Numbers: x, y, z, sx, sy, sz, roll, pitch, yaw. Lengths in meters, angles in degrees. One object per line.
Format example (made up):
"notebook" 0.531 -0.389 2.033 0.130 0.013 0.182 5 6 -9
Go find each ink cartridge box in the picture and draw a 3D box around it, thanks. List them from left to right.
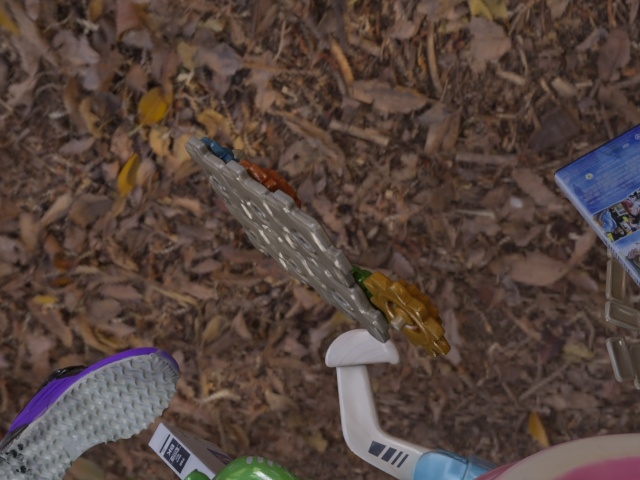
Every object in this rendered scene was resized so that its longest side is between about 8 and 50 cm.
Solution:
"ink cartridge box" -0.218 0.484 1.799 0.165 0.065 0.332 33 171 -32

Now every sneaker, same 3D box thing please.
"sneaker" -0.300 0.199 1.111 0.293 0.146 0.102 -35 116 16

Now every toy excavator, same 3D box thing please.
"toy excavator" 0.168 0.411 1.474 0.445 0.433 0.222 19 176 10

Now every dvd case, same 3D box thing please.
"dvd case" 0.357 -0.017 0.789 0.180 0.253 0.022 -29 144 1

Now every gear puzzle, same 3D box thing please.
"gear puzzle" 0.000 0.000 0.772 0.339 0.044 0.175 34 161 49

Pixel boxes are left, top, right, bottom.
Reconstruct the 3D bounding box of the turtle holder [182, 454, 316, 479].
"turtle holder" -0.144 0.434 1.165 0.227 0.320 0.243 46 154 9

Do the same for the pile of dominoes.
"pile of dominoes" 0.470 0.128 1.182 0.251 0.196 0.040 21 156 -20

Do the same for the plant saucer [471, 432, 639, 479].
"plant saucer" 0.172 0.189 0.358 0.332 0.332 0.084 7 116 10
